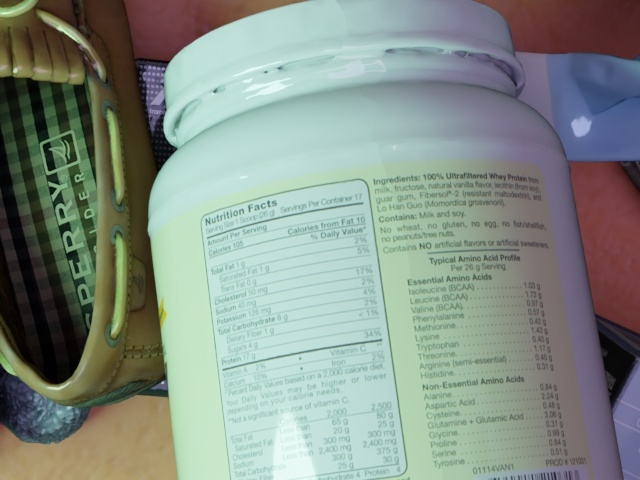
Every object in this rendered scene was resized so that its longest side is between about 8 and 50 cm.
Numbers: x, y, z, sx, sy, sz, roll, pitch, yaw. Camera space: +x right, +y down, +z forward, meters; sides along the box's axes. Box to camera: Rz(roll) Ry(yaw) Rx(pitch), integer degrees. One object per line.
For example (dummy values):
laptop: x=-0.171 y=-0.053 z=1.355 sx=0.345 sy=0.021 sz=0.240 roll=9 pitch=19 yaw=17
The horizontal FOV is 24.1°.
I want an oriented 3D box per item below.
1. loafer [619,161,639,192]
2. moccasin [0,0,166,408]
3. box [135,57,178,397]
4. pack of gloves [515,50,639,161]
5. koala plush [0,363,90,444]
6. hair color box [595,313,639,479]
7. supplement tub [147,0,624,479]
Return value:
loafer: x=0.288 y=-0.113 z=0.973 sx=0.087 sy=0.094 sz=0.251 roll=34 pitch=103 yaw=-4
moccasin: x=-0.186 y=-0.086 z=0.868 sx=0.139 sy=0.147 sz=0.380 roll=-15 pitch=81 yaw=13
box: x=0.000 y=0.000 z=0.984 sx=0.270 sy=0.060 sz=0.216 roll=6 pitch=99 yaw=-7
pack of gloves: x=0.147 y=-0.137 z=0.864 sx=0.232 sy=0.046 sz=0.195 roll=-2 pitch=102 yaw=28
koala plush: x=-0.266 y=0.103 z=0.888 sx=0.196 sy=0.221 sz=0.203 roll=-38 pitch=101 yaw=1
hair color box: x=0.137 y=0.240 z=0.974 sx=0.113 sy=0.185 sz=0.374 roll=24 pitch=96 yaw=-10
supplement tub: x=0.031 y=0.055 z=0.809 sx=0.235 sy=0.235 sz=0.325 roll=-7 pitch=77 yaw=-5
